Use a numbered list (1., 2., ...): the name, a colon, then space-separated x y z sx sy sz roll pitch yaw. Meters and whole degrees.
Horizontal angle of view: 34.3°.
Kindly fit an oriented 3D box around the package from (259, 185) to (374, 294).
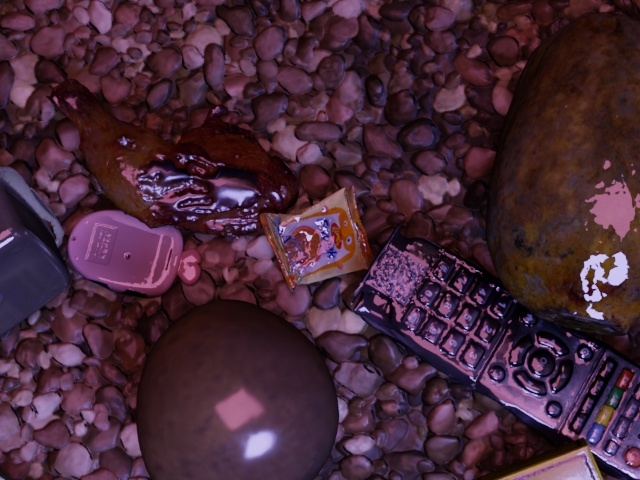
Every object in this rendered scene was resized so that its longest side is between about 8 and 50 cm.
1. package: -0.002 0.001 1.254 0.120 0.031 0.108 -18 103 -8

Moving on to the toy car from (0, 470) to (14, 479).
1. toy car: -0.369 0.324 1.149 0.320 0.097 0.141 32 79 6

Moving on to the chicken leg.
1. chicken leg: -0.182 -0.102 1.260 0.322 0.083 0.177 8 60 -8

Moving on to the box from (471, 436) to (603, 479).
1. box: 0.273 0.349 1.152 0.141 0.064 0.220 -23 84 6

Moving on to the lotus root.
1. lotus root: 0.316 -0.064 1.184 0.250 0.250 0.346 13 72 2

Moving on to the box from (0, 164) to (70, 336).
1. box: -0.436 0.031 1.159 0.290 0.220 0.166 -36 68 -8

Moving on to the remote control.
1. remote control: 0.227 0.138 1.227 0.398 0.062 0.144 32 78 4

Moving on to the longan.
1. longan: -0.096 0.184 1.139 0.246 0.215 0.246 -21 49 26

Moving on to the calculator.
1. calculator: -0.226 0.016 1.264 0.166 0.024 0.103 12 76 0
